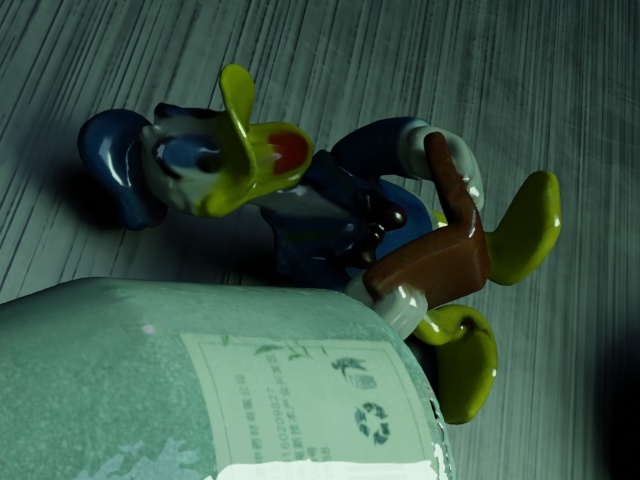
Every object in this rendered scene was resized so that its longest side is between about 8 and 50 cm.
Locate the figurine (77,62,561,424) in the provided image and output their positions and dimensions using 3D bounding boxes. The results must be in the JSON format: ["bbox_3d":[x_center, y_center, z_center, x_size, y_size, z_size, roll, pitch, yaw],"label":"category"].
[{"bbox_3d":[0.000,0.000,0.744,0.338,0.283,0.204,19,90,-12],"label":"figurine"}]

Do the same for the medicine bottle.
[{"bbox_3d":[-0.116,0.134,0.549,0.290,0.245,0.245,6,62,-34],"label":"medicine bottle"}]
